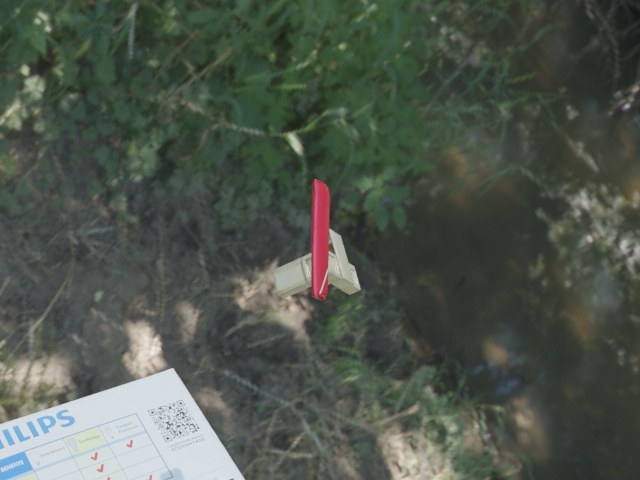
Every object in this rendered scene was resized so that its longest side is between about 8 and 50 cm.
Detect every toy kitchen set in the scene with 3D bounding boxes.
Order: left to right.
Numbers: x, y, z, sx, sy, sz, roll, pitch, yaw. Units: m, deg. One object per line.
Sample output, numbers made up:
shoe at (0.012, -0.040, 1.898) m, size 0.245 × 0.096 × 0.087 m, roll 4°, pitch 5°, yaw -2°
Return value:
toy kitchen set at (-0.007, 0.033, 1.297) m, size 0.083 × 0.075 × 0.068 m, roll 32°, pitch 38°, yaw -56°

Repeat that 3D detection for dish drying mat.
dish drying mat at (0.000, 0.000, 0.769) m, size 0.032 × 0.008 × 0.083 m, roll 29°, pitch 62°, yaw -72°

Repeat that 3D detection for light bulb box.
light bulb box at (-0.287, 0.419, 1.469) m, size 0.358 × 0.225 × 0.361 m, roll -15°, pitch 53°, yaw -35°
